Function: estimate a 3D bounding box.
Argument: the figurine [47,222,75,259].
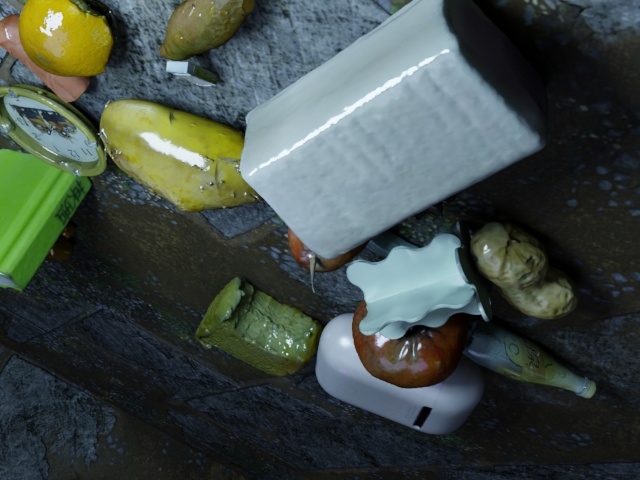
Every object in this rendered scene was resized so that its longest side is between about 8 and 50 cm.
[{"bbox_3d":[-0.605,-0.008,1.931,0.122,0.121,0.176,-15,156,10],"label":"figurine"}]

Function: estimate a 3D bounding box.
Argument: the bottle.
[{"bbox_3d":[0.393,0.231,1.603,0.270,0.083,0.083,25,152,-6],"label":"bottle"}]

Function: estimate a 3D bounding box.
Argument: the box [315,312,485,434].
[{"bbox_3d":[0.160,0.284,1.803,0.349,0.141,0.288,20,150,6],"label":"box"}]

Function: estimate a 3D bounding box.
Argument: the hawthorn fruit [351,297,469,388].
[{"bbox_3d":[0.164,0.171,1.562,0.211,0.210,0.262,17,170,12],"label":"hawthorn fruit"}]

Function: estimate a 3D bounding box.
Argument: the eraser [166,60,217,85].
[{"bbox_3d":[-0.185,-0.242,1.238,0.038,0.019,0.083,10,180,23],"label":"eraser"}]

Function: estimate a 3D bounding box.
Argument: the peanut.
[{"bbox_3d":[0.318,0.050,1.338,0.229,0.098,0.103,40,179,-34],"label":"peanut"}]

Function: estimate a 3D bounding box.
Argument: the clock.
[{"bbox_3d":[-0.473,-0.204,1.518,0.237,0.057,0.237,20,152,11],"label":"clock"}]

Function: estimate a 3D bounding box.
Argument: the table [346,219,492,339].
[{"bbox_3d":[0.155,0.076,1.366,0.198,0.166,0.166,-20,134,22],"label":"table"}]

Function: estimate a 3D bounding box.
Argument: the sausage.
[{"bbox_3d":[-0.440,-0.292,1.338,0.065,0.065,0.169,-4,142,41],"label":"sausage"}]

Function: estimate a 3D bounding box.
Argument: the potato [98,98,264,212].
[{"bbox_3d":[-0.211,-0.129,1.365,0.300,0.140,0.173,20,145,8],"label":"potato"}]

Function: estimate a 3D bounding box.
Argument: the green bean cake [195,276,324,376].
[{"bbox_3d":[-0.132,0.190,1.873,0.236,0.124,0.233,30,152,-12],"label":"green bean cake"}]

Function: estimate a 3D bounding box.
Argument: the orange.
[{"bbox_3d":[-0.373,-0.297,1.239,0.160,0.112,0.170,8,137,27],"label":"orange"}]

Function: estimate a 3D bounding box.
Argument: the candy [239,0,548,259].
[{"bbox_3d":[0.082,-0.132,1.052,0.359,0.145,0.208,-28,127,31],"label":"candy"}]

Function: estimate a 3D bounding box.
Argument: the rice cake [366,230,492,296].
[{"bbox_3d":[0.187,0.045,1.473,0.245,0.045,0.042,27,150,-8],"label":"rice cake"}]

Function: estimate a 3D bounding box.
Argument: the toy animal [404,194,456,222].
[{"bbox_3d":[0.146,-0.067,1.291,0.105,0.070,0.202,66,162,11],"label":"toy animal"}]

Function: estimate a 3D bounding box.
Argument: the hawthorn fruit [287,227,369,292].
[{"bbox_3d":[-0.001,-0.018,1.377,0.149,0.189,0.149,24,131,32],"label":"hawthorn fruit"}]

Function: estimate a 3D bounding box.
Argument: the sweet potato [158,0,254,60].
[{"bbox_3d":[-0.161,-0.281,1.140,0.077,0.077,0.244,35,148,-21],"label":"sweet potato"}]

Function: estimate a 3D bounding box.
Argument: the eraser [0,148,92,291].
[{"bbox_3d":[-0.603,-0.041,1.661,0.210,0.274,0.092,11,148,20],"label":"eraser"}]
